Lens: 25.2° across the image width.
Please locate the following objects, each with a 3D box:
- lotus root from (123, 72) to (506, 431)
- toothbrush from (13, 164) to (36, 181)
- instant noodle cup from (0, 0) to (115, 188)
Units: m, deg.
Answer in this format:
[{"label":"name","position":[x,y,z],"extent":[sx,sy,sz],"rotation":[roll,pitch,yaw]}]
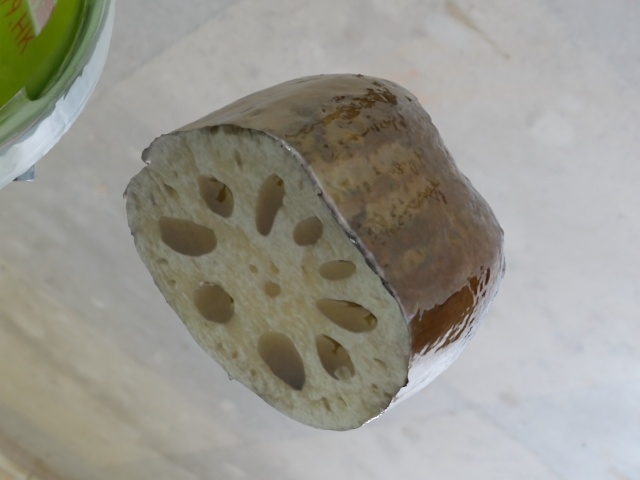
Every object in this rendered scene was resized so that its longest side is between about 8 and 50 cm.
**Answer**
[{"label":"lotus root","position":[-0.002,0.001,0.502],"extent":[0.112,0.081,0.122],"rotation":[-32,96,45]},{"label":"toothbrush","position":[-0.174,-0.141,0.834],"extent":[0.019,0.219,0.016],"rotation":[0,-167,-7]},{"label":"instant noodle cup","position":[-0.214,-0.151,0.379],"extent":[0.294,0.294,0.308],"rotation":[24,154,11]}]
